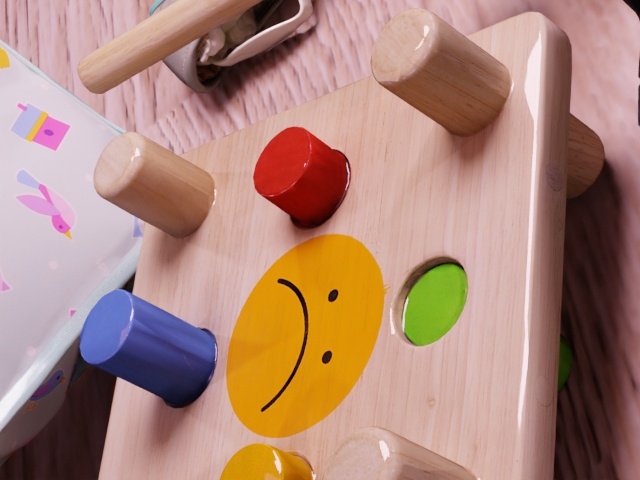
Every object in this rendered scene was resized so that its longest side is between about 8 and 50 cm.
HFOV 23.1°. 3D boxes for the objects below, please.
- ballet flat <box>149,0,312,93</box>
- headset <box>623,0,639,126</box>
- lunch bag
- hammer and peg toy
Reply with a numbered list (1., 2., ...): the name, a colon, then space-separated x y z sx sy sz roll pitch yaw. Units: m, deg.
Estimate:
1. ballet flat: -0.011 -0.166 0.888 0.213 0.072 0.068 -42 70 20
2. headset: 0.217 -0.132 0.536 0.243 0.185 0.394 177 97 -74
3. lunch bag: -0.215 0.007 0.824 0.262 0.223 0.160 -54 -1 -27
4. hammer and peg toy: 0.000 0.000 0.714 0.266 0.127 0.361 -19 54 40
